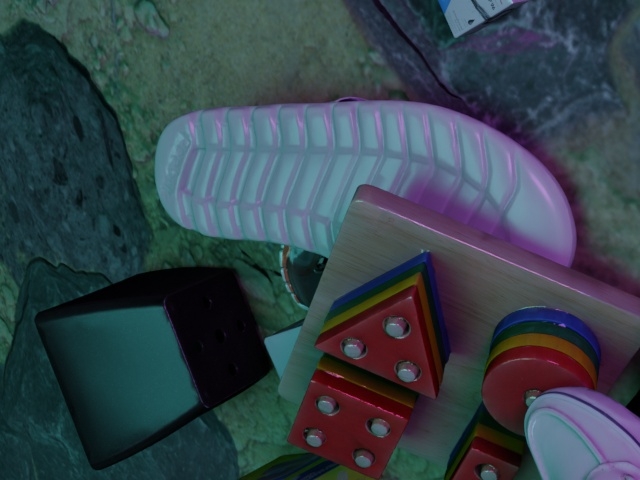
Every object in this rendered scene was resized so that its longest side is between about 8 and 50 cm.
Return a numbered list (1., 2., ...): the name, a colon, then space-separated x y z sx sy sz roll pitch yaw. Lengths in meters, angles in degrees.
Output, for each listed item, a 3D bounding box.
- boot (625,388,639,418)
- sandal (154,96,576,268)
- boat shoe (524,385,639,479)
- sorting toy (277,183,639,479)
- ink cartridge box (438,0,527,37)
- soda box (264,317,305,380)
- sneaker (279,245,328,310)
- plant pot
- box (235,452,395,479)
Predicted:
1. boot: 0.312 0.224 0.784 0.377 0.138 0.284 -117 37 -51
2. sandal: 0.038 -0.056 1.023 0.416 0.102 0.169 15 108 24
3. boat shoe: 0.203 0.194 0.755 0.258 0.084 0.095 52 130 47
4. sorting toy: 0.103 0.117 0.944 0.257 0.089 0.255 23 131 3
5. ink cartridge box: 0.137 -0.206 0.915 0.083 0.028 0.048 -26 88 46
6. soda box: 0.043 0.093 1.097 0.216 0.074 0.069 -24 90 47
7. sneaker: 0.000 0.000 1.115 0.065 0.061 0.158 9 113 36
8. plant pot: -0.171 0.127 1.257 0.167 0.187 0.188 -18 93 35
9. box: -0.020 0.265 1.205 0.178 0.109 0.042 -17 92 47
